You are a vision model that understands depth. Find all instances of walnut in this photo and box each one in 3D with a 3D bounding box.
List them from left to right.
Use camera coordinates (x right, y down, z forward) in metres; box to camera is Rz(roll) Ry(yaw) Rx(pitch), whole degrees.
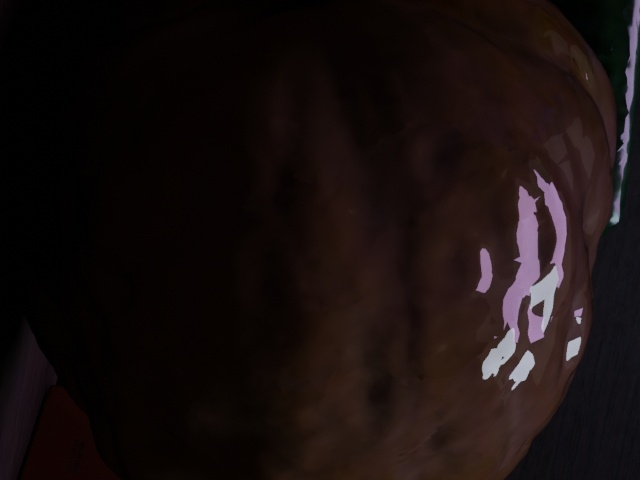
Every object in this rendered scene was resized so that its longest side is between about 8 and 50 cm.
[{"bbox_3d":[-0.003,0.001,0.905,0.344,0.306,0.306,83,13,-48],"label":"walnut"}]

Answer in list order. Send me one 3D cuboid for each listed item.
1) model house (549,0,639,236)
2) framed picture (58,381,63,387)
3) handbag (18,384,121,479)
[{"bbox_3d":[0.039,-0.230,1.156,0.334,0.343,0.382,-62,156,-65],"label":"model house"},{"bbox_3d":[-0.177,0.162,1.283,0.168,0.023,0.127,103,-3,-58],"label":"framed picture"},{"bbox_3d":[-0.088,0.162,1.142,0.127,0.190,0.062,-80,-177,-54],"label":"handbag"}]
